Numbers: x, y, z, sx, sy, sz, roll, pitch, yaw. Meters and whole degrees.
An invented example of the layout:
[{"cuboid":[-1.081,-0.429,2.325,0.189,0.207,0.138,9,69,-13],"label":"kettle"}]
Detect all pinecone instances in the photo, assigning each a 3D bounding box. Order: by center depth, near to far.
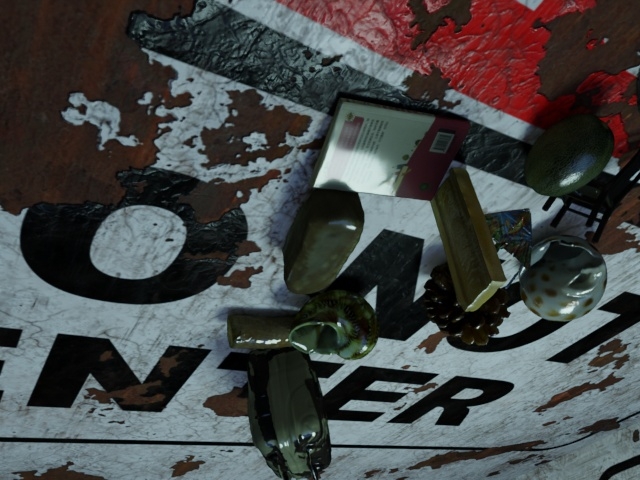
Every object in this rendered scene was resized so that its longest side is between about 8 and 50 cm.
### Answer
[{"cuboid":[0.312,0.124,1.225,0.195,0.179,0.150,30,161,-14],"label":"pinecone"}]

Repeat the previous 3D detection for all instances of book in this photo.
[{"cuboid":[0.113,-0.141,0.931,0.231,0.022,0.162,5,130,-20],"label":"book"}]

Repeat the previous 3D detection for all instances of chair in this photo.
[{"cuboid":[0.525,-0.111,1.070,0.212,0.101,0.084,-55,138,-6],"label":"chair"}]

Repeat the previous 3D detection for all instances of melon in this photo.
[{"cuboid":[0.418,-0.144,0.953,0.114,0.114,0.167,14,139,-30],"label":"melon"}]

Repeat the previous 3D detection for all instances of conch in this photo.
[{"cuboid":[0.527,0.087,1.259,0.148,0.183,0.275,-24,163,-41],"label":"conch"},{"cuboid":[0.037,0.192,1.263,0.187,0.124,0.181,-26,118,17],"label":"conch"}]

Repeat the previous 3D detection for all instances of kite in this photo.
[{"cuboid":[0.374,-0.001,1.160,0.183,0.010,0.160,38,95,-14],"label":"kite"}]

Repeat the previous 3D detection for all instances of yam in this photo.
[{"cuboid":[-0.043,0.215,1.324,0.356,0.081,0.081,5,140,-21],"label":"yam"}]

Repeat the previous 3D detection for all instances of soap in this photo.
[{"cuboid":[0.246,-0.005,0.972,0.037,0.252,0.092,8,140,-19],"label":"soap"}]

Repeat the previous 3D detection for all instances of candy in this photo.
[{"cuboid":[0.000,0.000,1.034,0.102,0.104,0.234,7,139,-16],"label":"candy"}]

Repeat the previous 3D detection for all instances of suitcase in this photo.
[{"cuboid":[-0.080,0.452,1.406,0.194,0.339,0.351,-12,144,-1],"label":"suitcase"}]

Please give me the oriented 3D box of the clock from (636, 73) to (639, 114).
[{"cuboid":[0.660,-0.252,0.861,0.318,0.066,0.319,3,138,3],"label":"clock"}]
